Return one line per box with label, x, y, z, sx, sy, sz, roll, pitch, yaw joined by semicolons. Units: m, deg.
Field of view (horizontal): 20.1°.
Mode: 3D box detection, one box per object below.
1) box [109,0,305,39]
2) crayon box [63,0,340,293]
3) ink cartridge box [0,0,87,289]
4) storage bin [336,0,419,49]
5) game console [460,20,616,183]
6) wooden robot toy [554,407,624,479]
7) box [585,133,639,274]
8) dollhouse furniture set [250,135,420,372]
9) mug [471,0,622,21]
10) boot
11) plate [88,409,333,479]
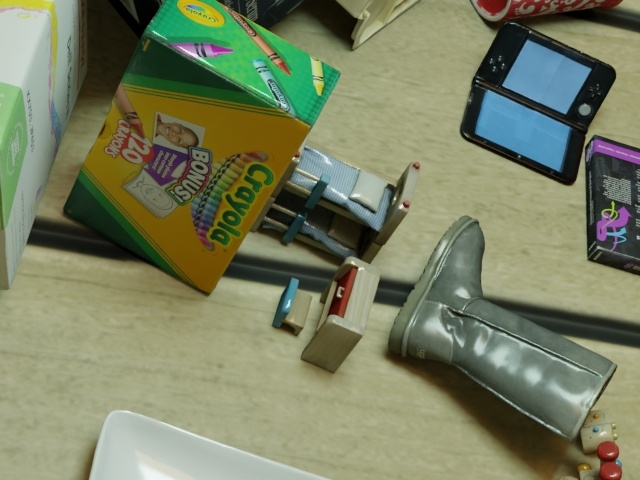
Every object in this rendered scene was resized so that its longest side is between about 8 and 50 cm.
box;-0.051;-0.375;1.761;0.395;0.293;0.212;-38;81;-7
crayon box;-0.113;-0.087;1.643;0.165;0.278;0.081;29;49;-4
ink cartridge box;-0.293;-0.159;1.647;0.119;0.207;0.353;11;52;1
storage bin;0.026;-0.381;2.022;0.262;0.123;0.260;43;51;7
game console;0.242;-0.153;1.990;0.144;0.124;0.085;24;24;-9
wooden robot toy;0.251;0.228;1.730;0.079;0.076;0.173;-9;43;8
box;0.349;-0.034;1.989;0.116;0.029;0.162;16;50;-13
dollhouse furniture set;0.000;0.000;1.733;0.129;0.129;0.183;24;50;-8
mug;0.254;-0.313;2.113;0.169;0.150;0.113;-15;101;-28
boot;0.193;0.084;1.768;0.209;0.076;0.189;20;61;18
plate;-0.086;0.304;1.532;0.277;0.045;0.278;20;51;-11
